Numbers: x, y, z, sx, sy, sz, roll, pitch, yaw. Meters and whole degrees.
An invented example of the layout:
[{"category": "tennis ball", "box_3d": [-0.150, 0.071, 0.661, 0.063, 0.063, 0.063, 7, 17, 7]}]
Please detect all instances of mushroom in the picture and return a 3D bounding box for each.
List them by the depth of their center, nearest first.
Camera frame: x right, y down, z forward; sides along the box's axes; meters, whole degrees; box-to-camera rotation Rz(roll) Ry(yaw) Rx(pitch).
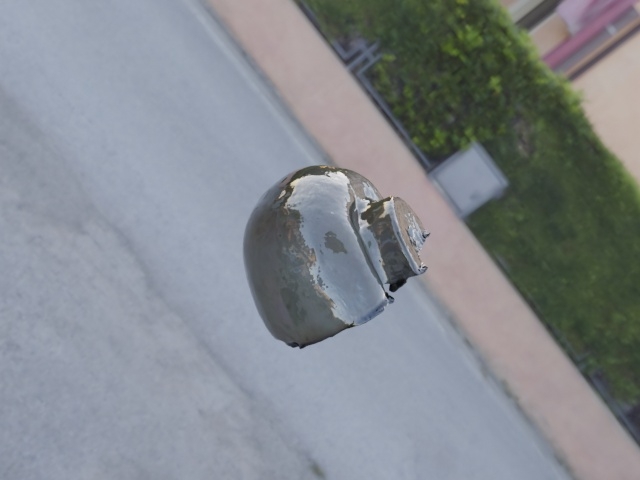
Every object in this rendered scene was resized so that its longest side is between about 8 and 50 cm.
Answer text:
[{"category": "mushroom", "box_3d": [0.000, 0.000, 0.713, 0.117, 0.141, 0.188, 51, 22, -19]}]
